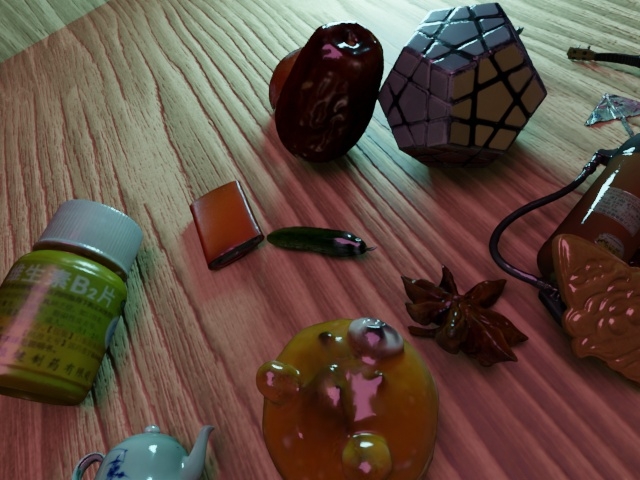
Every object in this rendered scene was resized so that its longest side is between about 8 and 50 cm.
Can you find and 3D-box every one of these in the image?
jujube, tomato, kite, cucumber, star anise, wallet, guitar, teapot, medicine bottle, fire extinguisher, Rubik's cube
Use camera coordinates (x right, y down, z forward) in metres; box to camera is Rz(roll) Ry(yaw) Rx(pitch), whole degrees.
[{"bbox_3d":[0.018,-0.306,0.909,0.223,0.318,0.222,6,65,-13],"label":"jujube"},{"bbox_3d":[-0.058,-0.439,1.113,0.199,0.112,0.227,-7,36,32],"label":"tomato"},{"bbox_3d":[0.607,-0.251,0.851,0.139,0.011,0.156,-10,54,16],"label":"kite"},{"bbox_3d":[0.000,0.000,0.872,0.250,0.056,0.056,8,61,26],"label":"cucumber"},{"bbox_3d":[0.226,0.123,0.675,0.196,0.110,0.212,-8,22,-8],"label":"star anise"},{"bbox_3d":[-0.220,-0.040,0.980,0.142,0.045,0.204,-30,52,1],"label":"wallet"},{"bbox_3d":[0.658,-0.379,0.886,0.038,0.083,0.271,-42,48,-15],"label":"guitar"},{"bbox_3d":[-0.283,0.368,0.673,0.232,0.158,0.158,-13,54,1],"label":"teapot"},{"bbox_3d":[-0.525,0.121,0.870,0.225,0.224,0.383,-3,56,18],"label":"medicine bottle"},{"bbox_3d":[0.438,-0.022,0.707,0.376,0.113,0.200,-47,32,-15],"label":"fire extinguisher"},{"bbox_3d":[0.274,-0.291,0.835,0.264,0.319,0.318,-28,48,34],"label":"Rubik's cube"}]

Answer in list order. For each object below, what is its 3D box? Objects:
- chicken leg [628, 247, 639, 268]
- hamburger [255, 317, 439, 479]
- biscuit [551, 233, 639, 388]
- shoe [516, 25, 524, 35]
[{"bbox_3d":[0.487,0.098,0.640,0.093,0.053,0.205,30,76,16],"label":"chicken leg"},{"bbox_3d":[0.035,0.232,0.593,0.277,0.236,0.276,-8,57,12],"label":"hamburger"},{"bbox_3d":[0.405,0.096,0.585,0.163,0.035,0.250,-32,82,-9],"label":"biscuit"},{"bbox_3d":[0.378,-0.470,1.018,0.208,0.106,0.091,10,60,31],"label":"shoe"}]
